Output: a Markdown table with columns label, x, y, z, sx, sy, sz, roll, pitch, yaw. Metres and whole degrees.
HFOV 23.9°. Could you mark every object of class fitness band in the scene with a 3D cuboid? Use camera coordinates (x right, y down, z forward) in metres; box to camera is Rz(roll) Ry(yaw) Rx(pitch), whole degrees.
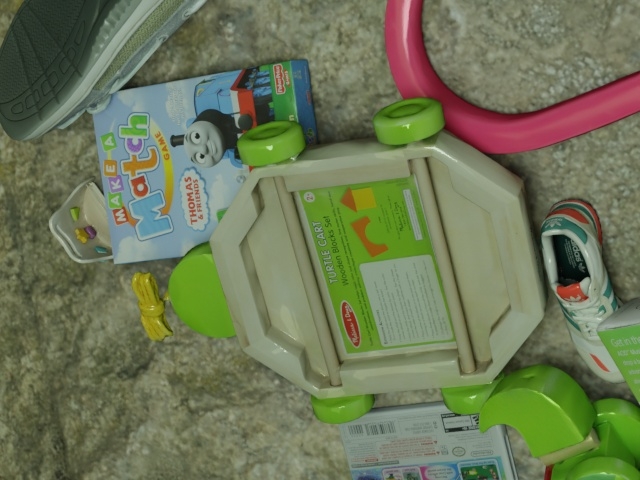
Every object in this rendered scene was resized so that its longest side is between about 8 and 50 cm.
| label | x | y | z | sx | sy | sz | roll | pitch | yaw |
| --- | --- | --- | --- | --- | --- | --- | --- | --- | --- |
| fitness band | 0.182 | -0.186 | 1.201 | 0.291 | 0.054 | 0.209 | -21 | 99 | 29 |

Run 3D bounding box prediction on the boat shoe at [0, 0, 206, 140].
| label | x | y | z | sx | sy | sz | roll | pitch | yaw |
| --- | --- | --- | --- | --- | --- | --- | --- | --- | --- |
| boat shoe | -0.174 | -0.198 | 1.330 | 0.320 | 0.103 | 0.118 | -45 | 57 | 27 |

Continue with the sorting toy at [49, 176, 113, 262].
| label | x | y | z | sx | sy | sz | roll | pitch | yaw |
| --- | --- | --- | --- | --- | --- | --- | --- | --- | --- |
| sorting toy | -0.221 | -0.008 | 1.425 | 0.045 | 0.075 | 0.083 | -37 | 88 | 29 |

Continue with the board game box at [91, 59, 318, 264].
| label | x | y | z | sx | sy | sz | roll | pitch | yaw |
| --- | --- | --- | --- | --- | --- | --- | --- | --- | --- |
| board game box | -0.101 | -0.067 | 1.360 | 0.212 | 0.039 | 0.160 | -7 | 93 | 28 |

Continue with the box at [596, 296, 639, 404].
| label | x | y | z | sx | sy | sz | roll | pitch | yaw |
| --- | --- | --- | --- | --- | --- | --- | --- | --- | --- |
| box | 0.370 | 0.174 | 1.141 | 0.322 | 0.058 | 0.232 | 58 | 153 | -8 |

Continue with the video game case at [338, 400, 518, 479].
| label | x | y | z | sx | sy | sz | roll | pitch | yaw |
| --- | --- | --- | --- | --- | --- | --- | --- | --- | --- |
| video game case | 0.103 | 0.217 | 1.377 | 0.157 | 0.019 | 0.143 | -10 | 102 | 26 |

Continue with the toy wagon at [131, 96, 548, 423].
| label | x | y | z | sx | sy | sz | roll | pitch | yaw |
| --- | --- | --- | --- | --- | --- | --- | --- | --- | --- |
| toy wagon | 0.009 | 0.025 | 1.270 | 0.345 | 0.068 | 0.267 | -7 | 113 | 19 |

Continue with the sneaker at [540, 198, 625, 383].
| label | x | y | z | sx | sy | sz | roll | pitch | yaw |
| --- | --- | --- | --- | --- | --- | --- | --- | --- | --- |
| sneaker | 0.214 | 0.050 | 1.241 | 0.057 | 0.075 | 0.161 | -13 | 99 | 28 |

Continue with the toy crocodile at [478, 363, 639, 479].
| label | x | y | z | sx | sy | sz | roll | pitch | yaw |
| --- | --- | --- | --- | --- | --- | --- | --- | --- | --- |
| toy crocodile | 0.255 | 0.242 | 1.235 | 0.105 | 0.115 | 0.340 | -30 | 107 | 26 |
